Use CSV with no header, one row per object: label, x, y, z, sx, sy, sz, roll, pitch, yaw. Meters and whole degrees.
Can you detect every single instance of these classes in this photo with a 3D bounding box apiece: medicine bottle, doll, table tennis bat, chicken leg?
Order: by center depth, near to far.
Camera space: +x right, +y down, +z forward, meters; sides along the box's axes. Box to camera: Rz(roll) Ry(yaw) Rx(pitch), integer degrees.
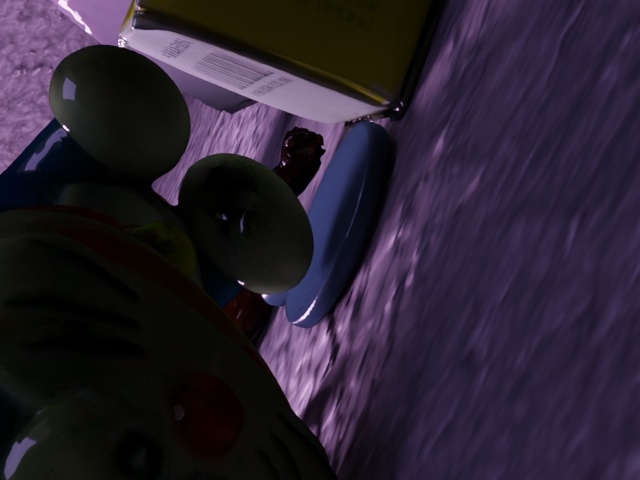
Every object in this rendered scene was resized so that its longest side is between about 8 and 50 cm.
doll,-0.096,0.068,0.576,0.186,0.198,0.322,-41,17,20
table tennis bat,0.000,0.000,0.719,0.155,0.019,0.100,132,154,-62
medicine bottle,0.004,-0.190,0.730,0.137,0.141,0.250,-175,105,-77
chicken leg,-0.050,0.027,0.869,0.205,0.053,0.093,-55,2,43

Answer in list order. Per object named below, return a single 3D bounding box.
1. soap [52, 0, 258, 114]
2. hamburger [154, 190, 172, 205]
soap,-0.116,-0.293,0.968,0.261,0.446,0.156,-23,44,22
hamburger,-0.177,0.055,1.111,0.122,0.189,0.215,109,177,-71
